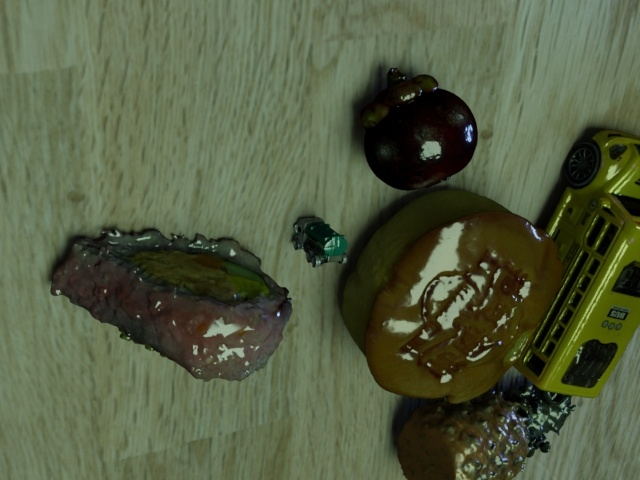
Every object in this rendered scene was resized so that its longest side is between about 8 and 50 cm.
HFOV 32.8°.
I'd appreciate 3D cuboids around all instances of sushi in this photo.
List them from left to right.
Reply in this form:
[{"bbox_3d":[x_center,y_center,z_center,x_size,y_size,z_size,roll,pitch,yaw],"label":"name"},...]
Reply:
[{"bbox_3d":[-0.146,0.072,1.141,0.241,0.161,0.107,8,115,-33],"label":"sushi"}]

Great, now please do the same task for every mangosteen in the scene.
[{"bbox_3d":[0.104,-0.125,1.195,0.140,0.140,0.140,-13,123,-21],"label":"mangosteen"}]

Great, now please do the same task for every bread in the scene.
[{"bbox_3d":[0.156,0.069,1.310,0.270,0.148,0.270,-13,123,-22],"label":"bread"}]

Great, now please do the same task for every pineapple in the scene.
[{"bbox_3d":[0.244,0.258,1.490,0.279,0.158,0.157,-18,126,-34],"label":"pineapple"}]

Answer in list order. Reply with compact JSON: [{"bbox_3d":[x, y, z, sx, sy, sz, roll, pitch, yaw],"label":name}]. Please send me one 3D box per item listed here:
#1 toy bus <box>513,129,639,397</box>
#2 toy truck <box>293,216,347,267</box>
[{"bbox_3d":[0.359,0.033,1.398,0.145,0.151,0.331,13,111,-31],"label":"toy bus"},{"bbox_3d":[0.000,0.000,1.229,0.039,0.083,0.044,-6,113,-25],"label":"toy truck"}]
